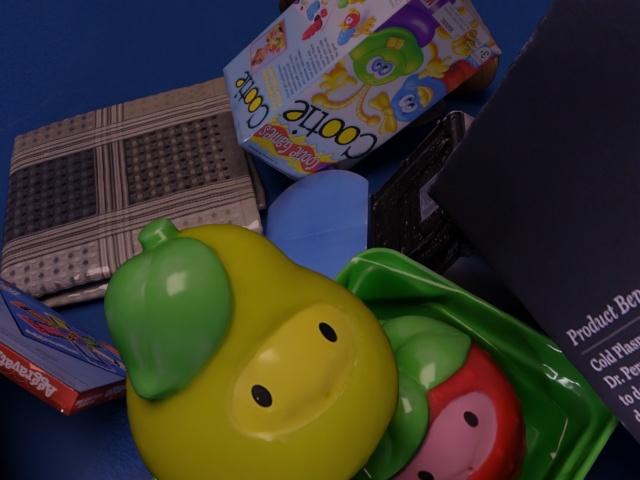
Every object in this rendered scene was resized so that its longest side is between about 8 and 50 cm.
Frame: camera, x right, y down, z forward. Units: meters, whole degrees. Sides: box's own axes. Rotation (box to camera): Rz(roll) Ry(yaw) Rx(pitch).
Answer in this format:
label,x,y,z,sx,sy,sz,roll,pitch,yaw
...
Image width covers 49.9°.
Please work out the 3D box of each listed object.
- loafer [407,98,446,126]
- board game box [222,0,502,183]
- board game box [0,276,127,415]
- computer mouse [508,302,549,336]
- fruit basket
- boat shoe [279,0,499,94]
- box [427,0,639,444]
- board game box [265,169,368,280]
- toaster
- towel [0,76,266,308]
label,x,y,z,sx,sy,sz,roll,pitch,yaw
loafer,0.100,-0.171,0.906,0.125,0.045,0.039,-17,46,-1
board game box,0.039,-0.207,0.798,0.275,0.142,0.144,-35,49,25
board game box,-0.318,0.078,0.682,0.281,0.145,0.027,29,94,11
computer mouse,0.234,-0.038,0.767,0.189,0.072,0.272,-25,54,-10
fruit basket,0.008,0.151,0.477,0.283,0.392,0.392,30,63,27
boat shoe,0.105,-0.309,0.963,0.342,0.123,0.123,25,61,31
box,0.427,-0.025,0.462,0.480,0.297,0.471,-27,72,-29
board game box,0.000,0.000,0.791,0.133,0.033,0.168,-12,58,26
toaster,0.129,-0.005,0.680,0.110,0.168,0.185,19,50,-20
towel,-0.240,-0.065,0.878,0.324,0.056,0.312,-16,50,-1
